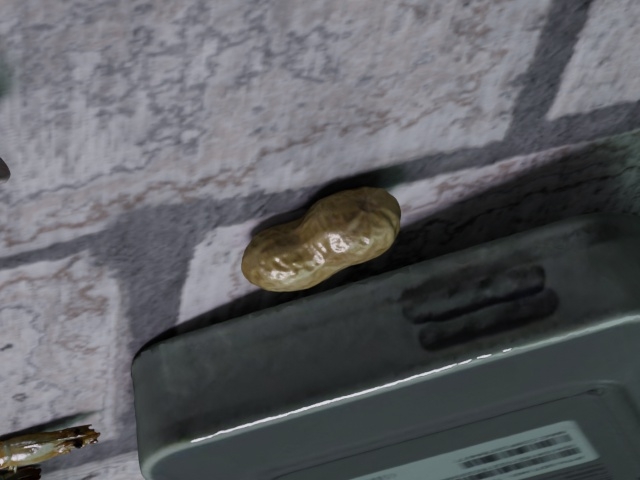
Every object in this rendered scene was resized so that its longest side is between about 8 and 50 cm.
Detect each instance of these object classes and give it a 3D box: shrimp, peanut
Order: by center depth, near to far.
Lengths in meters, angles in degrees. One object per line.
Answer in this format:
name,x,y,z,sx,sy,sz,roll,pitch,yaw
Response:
peanut,0.000,0.000,1.260,0.113,0.054,0.054,-26,153,11
shrimp,-0.212,0.162,1.439,0.114,0.023,0.083,-17,157,4

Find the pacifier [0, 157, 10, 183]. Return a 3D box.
pacifier,-0.191,-0.062,0.989,0.099,0.081,0.078,17,107,-52

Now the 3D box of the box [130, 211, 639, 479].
box,0.099,0.135,1.466,0.396,0.111,0.396,-17,153,14
